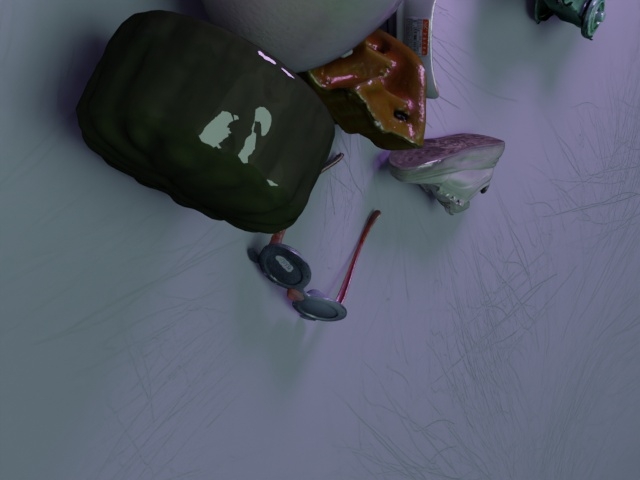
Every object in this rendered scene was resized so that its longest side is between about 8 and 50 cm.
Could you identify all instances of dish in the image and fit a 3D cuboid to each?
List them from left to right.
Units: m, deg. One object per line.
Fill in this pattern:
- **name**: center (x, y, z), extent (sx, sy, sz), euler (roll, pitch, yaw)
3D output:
- **dish**: center (0.169, -0.374, 1.675), extent (0.077, 0.151, 0.212), euler (-3, 108, -5)

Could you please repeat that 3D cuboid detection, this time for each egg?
- **egg**: center (-0.037, -0.418, 1.343), extent (0.354, 0.354, 0.340), euler (6, 118, -43)

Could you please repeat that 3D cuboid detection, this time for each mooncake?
- **mooncake**: center (-0.165, -0.150, 1.278), extent (0.356, 0.356, 0.194), euler (40, 70, -41)

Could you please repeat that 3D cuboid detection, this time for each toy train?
- **toy train**: center (0.515, -0.580, 1.848), extent (0.397, 0.160, 0.253), euler (13, 102, -59)

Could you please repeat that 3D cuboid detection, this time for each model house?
- **model house**: center (0.051, -0.283, 1.534), extent (0.239, 0.268, 0.173), euler (17, 111, -42)

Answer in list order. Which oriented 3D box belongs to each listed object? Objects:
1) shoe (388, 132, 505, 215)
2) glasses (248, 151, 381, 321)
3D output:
- **shoe**: center (0.253, -0.123, 1.828), extent (0.316, 0.124, 0.159), euler (-17, 120, -38)
- **glasses**: center (0.000, 0.000, 1.690), extent (0.234, 0.118, 0.268), euler (51, 48, -37)
